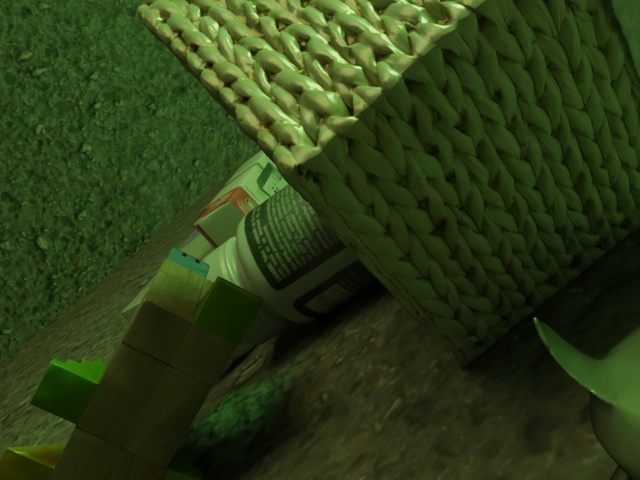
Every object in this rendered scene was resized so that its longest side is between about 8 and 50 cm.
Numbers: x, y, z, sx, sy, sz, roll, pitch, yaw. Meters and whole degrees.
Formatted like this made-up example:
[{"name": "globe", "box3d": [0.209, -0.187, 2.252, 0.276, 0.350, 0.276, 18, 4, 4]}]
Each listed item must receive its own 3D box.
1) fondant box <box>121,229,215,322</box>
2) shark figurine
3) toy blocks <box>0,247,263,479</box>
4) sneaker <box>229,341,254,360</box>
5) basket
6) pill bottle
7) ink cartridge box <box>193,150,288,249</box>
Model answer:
[{"name": "fondant box", "box3d": [-0.189, 0.031, 1.441, 0.238, 0.096, 0.330, -27, 18, 39]}, {"name": "shark figurine", "box3d": [0.158, 0.068, 0.367, 0.166, 0.116, 0.278, -46, -8, 1]}, {"name": "toy blocks", "box3d": [-0.193, 0.164, 0.858, 0.381, 0.191, 0.261, -60, 9, 11]}, {"name": "sneaker", "box3d": [-0.118, 0.105, 1.113, 0.217, 0.079, 0.121, -38, 9, -28]}, {"name": "basket", "box3d": [0.078, -0.129, 0.642, 0.266, 0.331, 0.328, -42, 47, 1]}, {"name": "pill bottle", "box3d": [0.000, 0.000, 0.955, 0.283, 0.161, 0.161, -34, 16, 19]}, {"name": "ink cartridge box", "box3d": [-0.091, -0.042, 1.294, 0.092, 0.158, 0.218, -33, 17, 29]}]
